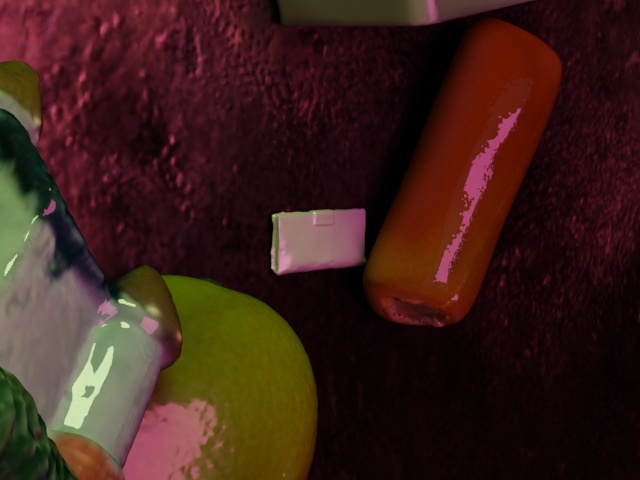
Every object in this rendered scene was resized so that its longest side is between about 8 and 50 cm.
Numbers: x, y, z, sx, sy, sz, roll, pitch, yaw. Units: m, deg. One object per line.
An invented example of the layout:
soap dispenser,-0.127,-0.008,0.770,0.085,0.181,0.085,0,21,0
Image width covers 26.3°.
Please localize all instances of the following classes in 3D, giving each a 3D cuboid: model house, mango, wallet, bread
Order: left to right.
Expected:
model house,-0.192,0.031,0.694,0.184,0.253,0.291,67,36,-47
mango,-0.117,0.133,0.801,0.273,0.149,0.185,-36,119,-26
wallet,0.000,0.000,0.969,0.083,0.011,0.044,-5,98,-39
bread,0.110,-0.047,1.013,0.092,0.074,0.239,37,72,-50

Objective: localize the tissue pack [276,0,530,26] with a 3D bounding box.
tissue pack,0.097,-0.229,0.930,0.246,0.159,0.135,-18,108,-38
